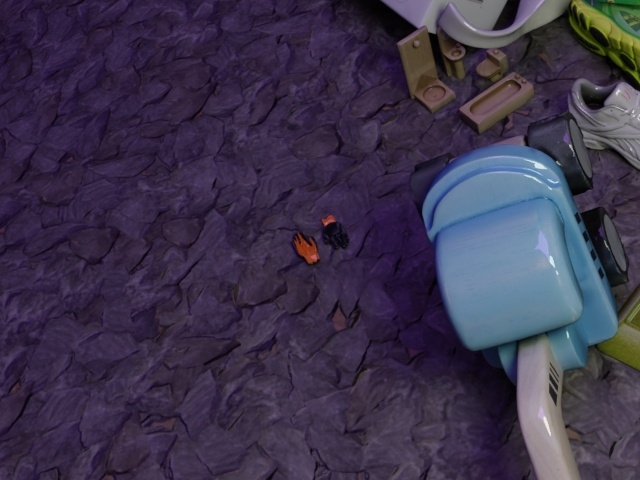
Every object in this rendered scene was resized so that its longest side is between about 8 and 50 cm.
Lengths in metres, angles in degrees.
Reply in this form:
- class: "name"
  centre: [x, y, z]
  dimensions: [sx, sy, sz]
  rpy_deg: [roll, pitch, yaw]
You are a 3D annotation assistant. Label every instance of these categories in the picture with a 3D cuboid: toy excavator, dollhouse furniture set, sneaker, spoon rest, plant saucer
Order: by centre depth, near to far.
- class: "toy excavator"
  centre: [0.255, 0.121, 1.404]
  dimensions: [0.222, 0.433, 0.445]
  rpy_deg: [-17, 23, 23]
- class: "plant saucer"
  centre: [0.484, 0.100, 1.504]
  dimensions: [0.188, 0.045, 0.188]
  rpy_deg: [28, 64, 34]
- class: "sneaker"
  centre: [0.458, -0.175, 1.690]
  dimensions: [0.232, 0.115, 0.090]
  rpy_deg: [19, 60, 30]
- class: "sneaker"
  centre: [0.505, -0.318, 1.797]
  dimensions: [0.123, 0.109, 0.295]
  rpy_deg: [-32, 49, -4]
- class: "dollhouse furniture set"
  centre: [0.232, -0.271, 1.836]
  dimensions: [0.144, 0.123, 0.151]
  rpy_deg: [-34, 50, -11]
- class: "spoon rest"
  centre: [0.326, -0.369, 1.851]
  dimensions: [0.276, 0.137, 0.084]
  rpy_deg: [-21, 71, -22]

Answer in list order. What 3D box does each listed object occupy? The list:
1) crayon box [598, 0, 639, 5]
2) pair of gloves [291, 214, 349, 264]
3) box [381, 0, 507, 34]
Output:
- class: "crayon box"
  centre: [0.547, -0.452, 1.843]
  dimensions: [0.165, 0.081, 0.278]
  rpy_deg: [10, 32, 20]
- class: "pair of gloves"
  centre: [0.000, 0.000, 1.765]
  dimensions: [0.083, 0.010, 0.074]
  rpy_deg: [-27, 48, -8]
- class: "box"
  centre: [0.170, -0.512, 1.962]
  dimensions: [0.345, 0.168, 0.215]
  rpy_deg: [47, 121, 39]
